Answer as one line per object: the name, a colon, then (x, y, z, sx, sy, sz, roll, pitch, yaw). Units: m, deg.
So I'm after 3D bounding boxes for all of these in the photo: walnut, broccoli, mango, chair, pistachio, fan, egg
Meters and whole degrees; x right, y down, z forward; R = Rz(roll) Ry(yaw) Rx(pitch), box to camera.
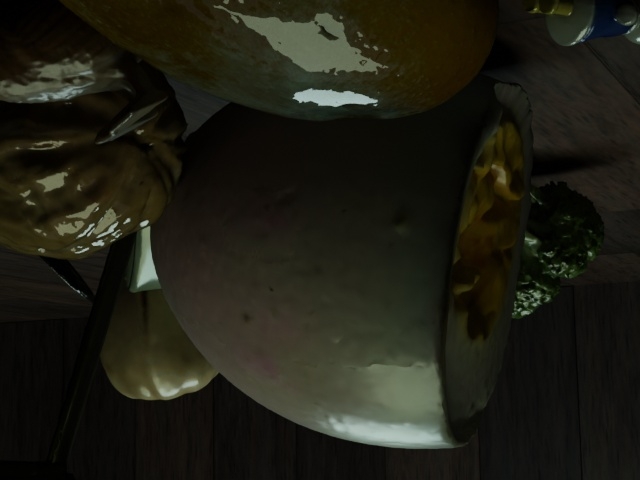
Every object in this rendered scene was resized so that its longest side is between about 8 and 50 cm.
walnut: (-0.224, -0.080, 1.097, 0.245, 0.198, 0.198, 1, 175, 40)
broccoli: (0.195, -0.024, 1.664, 0.302, 0.186, 0.254, 31, 140, -15)
mango: (-0.040, -0.158, 0.767, 0.316, 0.146, 0.193, 10, 160, -23)
chair: (-0.418, 0.077, 1.377, 0.362, 0.410, 0.364, -7, 169, 33)
pistachio: (-0.214, 0.076, 1.758, 0.193, 0.318, 0.214, -8, 150, 6)
fan: (-0.365, 0.042, 1.813, 0.012, 0.294, 0.223, -43, 158, -4)
egg: (0.000, 0.000, 1.179, 0.339, 0.355, 0.354, 8, 175, 19)

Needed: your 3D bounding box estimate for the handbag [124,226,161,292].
handbag: (-0.091, -0.019, 1.600, 0.315, 0.109, 0.241, 2, 138, -13)

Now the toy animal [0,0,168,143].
toy animal: (-0.161, -0.163, 0.868, 0.188, 0.179, 0.089, -37, -176, -20)

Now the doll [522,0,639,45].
doll: (0.224, -0.174, 0.971, 0.143, 0.058, 0.099, 2, -168, -24)
